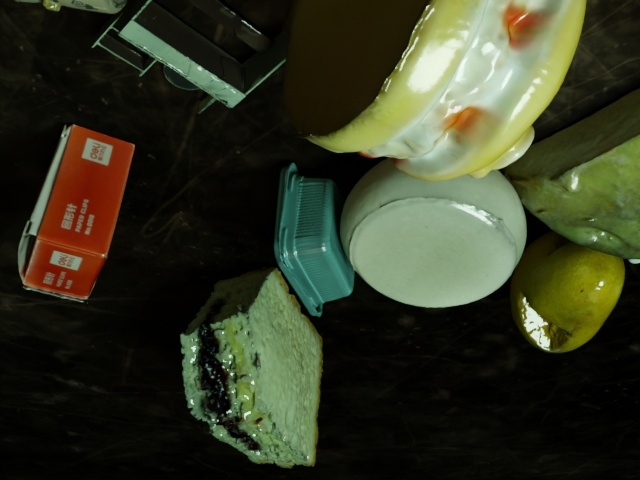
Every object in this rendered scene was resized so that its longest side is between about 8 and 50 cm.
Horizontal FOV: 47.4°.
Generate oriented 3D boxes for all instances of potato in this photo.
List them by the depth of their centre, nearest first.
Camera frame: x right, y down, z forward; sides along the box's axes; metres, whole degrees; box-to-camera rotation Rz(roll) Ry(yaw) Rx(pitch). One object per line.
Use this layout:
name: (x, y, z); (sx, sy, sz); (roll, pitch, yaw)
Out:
potato: (0.389, -0.101, 0.840); (0.270, 0.112, 0.255); (15, 140, -8)

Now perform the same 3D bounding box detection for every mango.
mango: (0.344, 0.066, 1.022); (0.130, 0.167, 0.262); (9, 157, 3)

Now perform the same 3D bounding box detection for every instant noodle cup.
instant noodle cup: (0.000, 0.000, 0.978); (0.070, 0.157, 0.179); (-6, 145, 16)

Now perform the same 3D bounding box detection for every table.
table: (-0.139, -0.206, 0.775); (0.146, 0.062, 0.175); (30, 135, -34)

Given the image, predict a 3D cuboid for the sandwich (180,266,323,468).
sandwich: (-0.104, 0.204, 1.192); (0.131, 0.262, 0.325); (-7, 144, 17)

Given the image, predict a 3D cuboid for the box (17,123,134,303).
box: (-0.313, -0.035, 0.931); (0.099, 0.182, 0.133); (17, 146, -19)

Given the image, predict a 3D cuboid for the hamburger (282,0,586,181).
hamburger: (0.090, -0.176, 0.646); (0.186, 0.260, 0.303); (19, 160, -29)

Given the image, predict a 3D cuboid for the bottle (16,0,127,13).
bottle: (-0.257, -0.265, 0.675); (0.152, 0.098, 0.099); (7, 146, 1)

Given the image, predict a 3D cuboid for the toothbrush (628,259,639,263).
toothbrush: (0.505, -0.069, 0.955); (0.025, 0.030, 0.342); (9, 145, -9)

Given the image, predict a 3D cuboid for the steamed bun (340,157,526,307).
steamed bun: (0.144, -0.029, 0.938); (0.232, 0.145, 0.231); (7, 138, 6)
